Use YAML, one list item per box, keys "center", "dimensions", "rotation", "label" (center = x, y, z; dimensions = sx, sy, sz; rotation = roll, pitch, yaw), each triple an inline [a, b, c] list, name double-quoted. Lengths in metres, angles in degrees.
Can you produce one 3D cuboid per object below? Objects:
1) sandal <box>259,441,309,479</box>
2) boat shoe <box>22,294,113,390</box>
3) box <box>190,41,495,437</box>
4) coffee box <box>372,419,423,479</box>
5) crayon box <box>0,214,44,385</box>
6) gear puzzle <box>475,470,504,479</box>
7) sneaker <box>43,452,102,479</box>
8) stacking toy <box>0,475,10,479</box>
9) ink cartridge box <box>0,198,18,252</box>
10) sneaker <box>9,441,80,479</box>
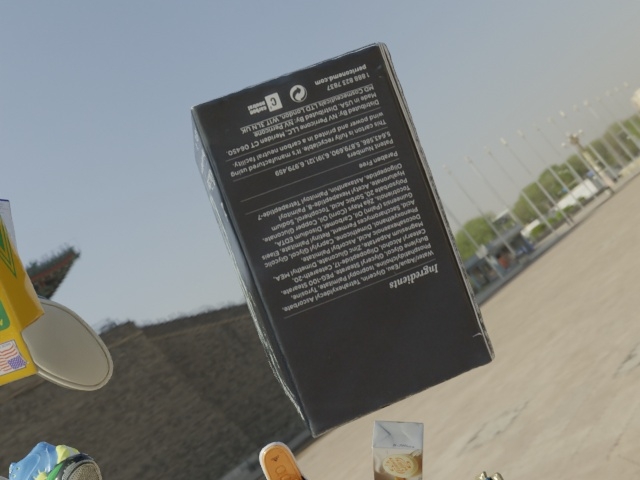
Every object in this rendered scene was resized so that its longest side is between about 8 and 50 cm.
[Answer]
- center: [-0.069, 0.594, 1.603]
  dimensions: [0.102, 0.265, 0.076]
  rotation: [-28, 25, -5]
  label: "sandal"
- center: [-0.489, 0.141, 1.126]
  dimensions: [0.112, 0.335, 0.095]
  rotation: [-60, 4, -22]
  label: "boat shoe"
- center: [0.000, 0.000, 1.134]
  dimensions: [0.297, 0.472, 0.480]
  rotation: [-22, 2, -9]
  label: "box"
- center: [0.222, 0.631, 1.937]
  dimensions: [0.098, 0.141, 0.247]
  rotation: [-77, -14, -52]
  label: "coffee box"
- center: [-0.478, 0.032, 0.810]
  dimensions: [0.203, 0.323, 0.083]
  rotation: [-19, 10, 1]
  label: "crayon box"
- center: [0.242, 0.560, 1.225]
  dimensions: [0.044, 0.175, 0.339]
  rotation: [1, -41, -39]
  label: "gear puzzle"
- center: [-0.421, 0.556, 1.217]
  dimensions: [0.146, 0.344, 0.134]
  rotation: [-8, -8, 38]
  label: "sneaker"
- center: [-0.758, 0.666, 1.423]
  dimensions: [0.141, 0.141, 0.330]
  rotation: [-46, 18, 42]
  label: "stacking toy"
- center: [-0.720, 0.063, 1.409]
  dimensions: [0.175, 0.371, 0.069]
  rotation: [4, -39, -38]
  label: "ink cartridge box"
- center: [-0.586, 0.521, 1.377]
  dimensions: [0.240, 0.126, 0.091]
  rotation: [-63, -17, -20]
  label: "sneaker"
